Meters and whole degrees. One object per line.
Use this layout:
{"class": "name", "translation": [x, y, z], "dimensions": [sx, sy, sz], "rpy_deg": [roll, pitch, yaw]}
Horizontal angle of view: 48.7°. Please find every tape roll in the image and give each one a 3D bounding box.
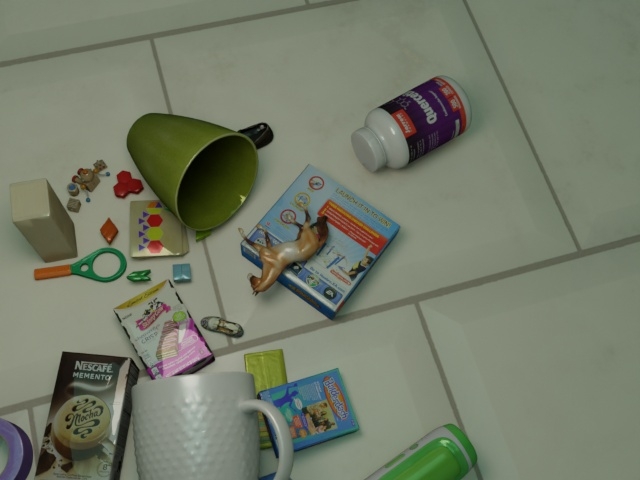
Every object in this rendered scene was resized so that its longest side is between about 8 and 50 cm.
{"class": "tape roll", "translation": [-0.764, 0.500, 1.613], "dimensions": [0.189, 0.080, 0.189], "rpy_deg": [2, 68, -5]}

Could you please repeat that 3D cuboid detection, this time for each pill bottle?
{"class": "pill bottle", "translation": [0.253, -0.321, 1.983], "dimensions": [0.323, 0.181, 0.181], "rpy_deg": [-30, 73, -16]}

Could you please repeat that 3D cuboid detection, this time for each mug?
{"class": "mug", "translation": [-0.226, 0.464, 1.540], "dimensions": [0.374, 0.276, 0.328], "rpy_deg": [-15, 72, 24]}

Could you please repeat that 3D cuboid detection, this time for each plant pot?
{"class": "plant pot", "translation": [-0.361, -0.214, 1.846], "dimensions": [0.293, 0.274, 0.275], "rpy_deg": [34, 68, 29]}

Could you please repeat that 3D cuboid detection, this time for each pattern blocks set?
{"class": "pattern blocks set", "translation": [-0.436, -0.035, 1.883], "dimensions": [0.285, 0.026, 0.324], "rpy_deg": [5, 62, -6]}

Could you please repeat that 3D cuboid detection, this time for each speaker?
{"class": "speaker", "translation": [0.219, 0.555, 1.650], "dimensions": [0.296, 0.131, 0.131], "rpy_deg": [-30, 73, -16]}

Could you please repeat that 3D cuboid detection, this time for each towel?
{"class": "towel", "translation": [-0.126, 0.390, 1.747], "dimensions": [0.102, 0.021, 0.237], "rpy_deg": [-5, 67, -13]}

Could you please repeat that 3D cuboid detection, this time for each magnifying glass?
{"class": "magnifying glass", "translation": [-0.621, 0.073, 1.834], "dimensions": [0.231, 0.026, 0.092], "rpy_deg": [-7, 69, -10]}

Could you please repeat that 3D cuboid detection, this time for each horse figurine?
{"class": "horse figurine", "translation": [-0.084, 0.009, 1.788], "dimensions": [0.263, 0.066, 0.174], "rpy_deg": [-23, 66, -11]}

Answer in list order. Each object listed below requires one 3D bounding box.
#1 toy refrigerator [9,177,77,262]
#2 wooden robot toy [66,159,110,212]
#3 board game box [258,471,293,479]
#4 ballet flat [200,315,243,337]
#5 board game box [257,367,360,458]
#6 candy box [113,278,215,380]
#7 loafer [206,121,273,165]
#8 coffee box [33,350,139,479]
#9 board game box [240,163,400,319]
{"class": "toy refrigerator", "translation": [-0.681, -0.043, 1.741], "dimensions": [0.094, 0.269, 0.102], "rpy_deg": [-11, 70, -9]}
{"class": "wooden robot toy", "translation": [-0.637, -0.165, 1.899], "dimensions": [0.076, 0.079, 0.173], "rpy_deg": [28, 68, 6]}
{"class": "board game box", "translation": [-0.125, 0.621, 1.644], "dimensions": [0.169, 0.033, 0.133], "rpy_deg": [-16, 63, -14]}
{"class": "ballet flat", "translation": [-0.250, 0.215, 1.796], "dimensions": [0.114, 0.041, 0.041], "rpy_deg": [16, 67, 2]}
{"class": "board game box", "translation": [-0.030, 0.416, 1.715], "dimensions": [0.210, 0.047, 0.160], "rpy_deg": [-13, 69, -17]}
{"class": "candy box", "translation": [-0.388, 0.234, 1.759], "dimensions": [0.159, 0.071, 0.233], "rpy_deg": [-30, 73, -15]}
{"class": "loafer", "translation": [-0.232, -0.275, 1.978], "dimensions": [0.220, 0.078, 0.080], "rpy_deg": [-35, 74, -17]}
{"class": "coffee box", "translation": [-0.537, 0.421, 1.643], "dimensions": [0.168, 0.119, 0.297], "rpy_deg": [5, 67, -2]}
{"class": "board game box", "translation": [0.000, 0.000, 1.881], "dimensions": [0.308, 0.086, 0.302], "rpy_deg": [36, 69, 10]}
